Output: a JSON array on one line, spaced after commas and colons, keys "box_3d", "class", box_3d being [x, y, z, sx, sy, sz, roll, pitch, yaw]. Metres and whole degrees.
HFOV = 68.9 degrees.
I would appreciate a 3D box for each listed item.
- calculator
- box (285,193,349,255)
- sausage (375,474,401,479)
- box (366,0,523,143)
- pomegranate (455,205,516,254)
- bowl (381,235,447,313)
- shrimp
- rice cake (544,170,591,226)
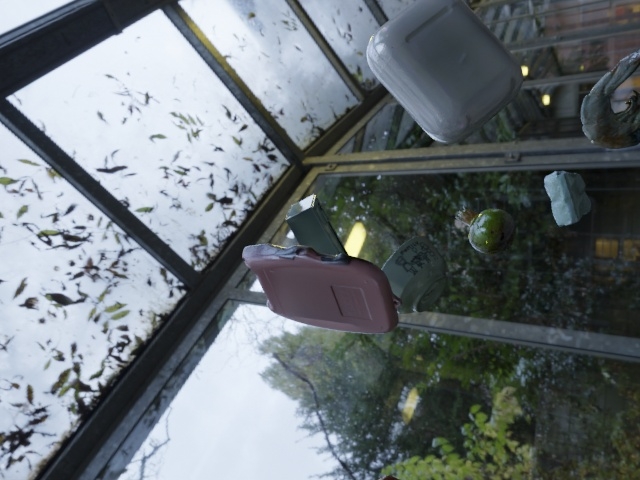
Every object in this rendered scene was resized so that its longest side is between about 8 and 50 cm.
[{"box_3d": [0.000, 0.099, 0.905, 0.048, 0.329, 0.220, -57, -40, -40], "class": "calculator"}, {"box_3d": [0.000, 0.000, 1.283, 0.225, 0.086, 0.129, 60, -167, -17], "class": "box"}, {"box_3d": [0.091, 0.802, 1.414, 0.094, 0.348, 0.097, 101, 156, -52], "class": "sausage"}, {"box_3d": [0.306, -0.430, 1.157, 0.288, 0.349, 0.141, -40, -5, -7], "class": "box"}, {"box_3d": [0.551, -0.041, 1.554, 0.159, 0.205, 0.159, -42, -23, -22], "class": "pomegranate"}, {"box_3d": [0.240, 0.103, 1.171, 0.211, 0.112, 0.212, -30, -39, -28], "class": "bowl"}, {"box_3d": [0.739, -0.347, 1.045, 0.360, 0.246, 0.085, 105, 170, -51], "class": "shrimp"}, {"box_3d": [0.419, -0.074, 0.787, 0.226, 0.040, 0.085, -12, -94, -55], "class": "rice cake"}]
